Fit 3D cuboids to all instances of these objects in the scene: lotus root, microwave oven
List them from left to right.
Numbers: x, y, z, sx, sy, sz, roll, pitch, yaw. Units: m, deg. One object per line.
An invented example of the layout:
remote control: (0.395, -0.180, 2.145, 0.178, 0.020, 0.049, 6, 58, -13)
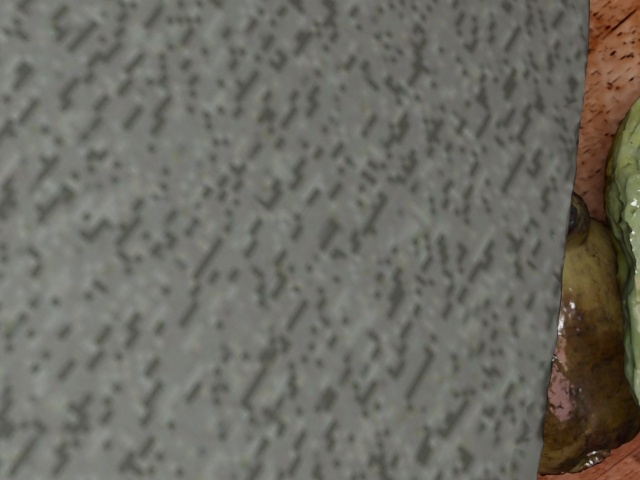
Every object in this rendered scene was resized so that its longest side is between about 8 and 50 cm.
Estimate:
microwave oven: (-0.155, -0.006, 0.461, 0.432, 0.374, 0.236, 22, 156, -25)
lotus root: (0.156, 0.057, 0.843, 0.138, 0.138, 0.214, -10, 118, -8)

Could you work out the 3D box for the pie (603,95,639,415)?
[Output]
pie: (0.242, 0.020, 0.777, 0.105, 0.257, 0.274, 6, 144, 40)
